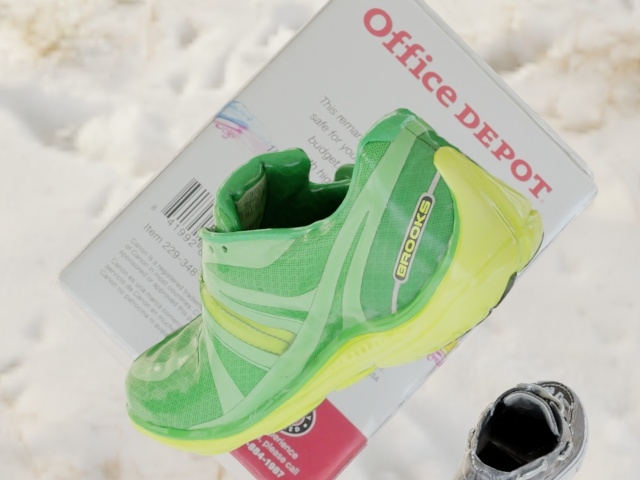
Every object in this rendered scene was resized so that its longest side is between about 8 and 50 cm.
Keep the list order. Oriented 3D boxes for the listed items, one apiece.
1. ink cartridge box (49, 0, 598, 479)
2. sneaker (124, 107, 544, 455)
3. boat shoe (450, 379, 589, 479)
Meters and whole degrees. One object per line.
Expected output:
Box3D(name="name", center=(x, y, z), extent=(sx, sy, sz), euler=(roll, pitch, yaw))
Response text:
Box3D(name="ink cartridge box", center=(0.000, 0.000, 1.223), extent=(0.226, 0.131, 0.306), euler=(46, 78, -4))
Box3D(name="sneaker", center=(-0.012, 0.017, 0.905), extent=(0.123, 0.295, 0.109), euler=(52, 46, -5))
Box3D(name="boat shoe", center=(0.204, 0.193, 1.795), extent=(0.108, 0.102, 0.301), euler=(25, 28, 19))
